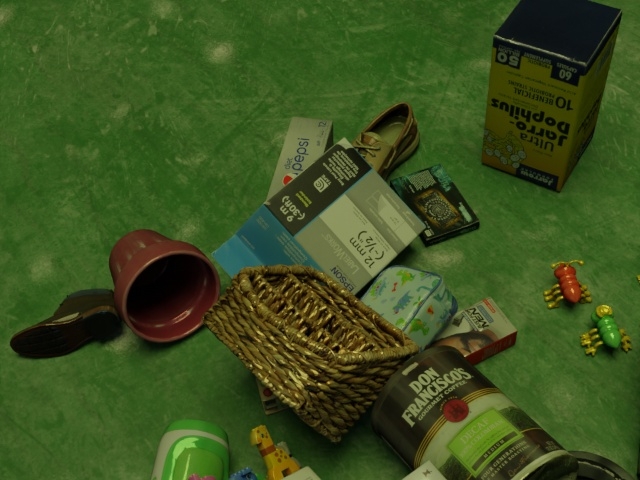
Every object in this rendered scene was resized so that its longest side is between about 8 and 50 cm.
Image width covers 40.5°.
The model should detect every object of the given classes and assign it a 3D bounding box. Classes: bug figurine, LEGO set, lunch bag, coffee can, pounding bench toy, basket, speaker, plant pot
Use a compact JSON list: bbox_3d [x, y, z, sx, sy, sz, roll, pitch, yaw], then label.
[{"bbox_3d":[0.581,0.106,1.651,0.279,0.072,0.216,-10,51,-3],"label":"bug figurine"},{"bbox_3d":[-0.114,0.364,1.421,0.227,0.087,0.093,-15,74,-47],"label":"LEGO set"},{"bbox_3d":[0.134,0.149,1.606,0.176,0.090,0.219,10,54,52],"label":"lunch bag"},{"bbox_3d":[0.243,0.330,1.398,0.201,0.201,0.275,-31,47,-18],"label":"coffee can"},{"bbox_3d":[-0.089,0.265,1.592,0.052,0.065,0.083,-17,52,-7],"label":"pounding bench toy"},{"bbox_3d":[-0.028,0.148,1.458,0.223,0.213,0.299,-47,50,-5],"label":"basket"},{"bbox_3d":[-0.227,0.451,1.419,0.131,0.131,0.296,1,52,6],"label":"speaker"},{"bbox_3d":[-0.324,0.072,1.701,0.201,0.201,0.180,-31,40,-18],"label":"plant pot"}]

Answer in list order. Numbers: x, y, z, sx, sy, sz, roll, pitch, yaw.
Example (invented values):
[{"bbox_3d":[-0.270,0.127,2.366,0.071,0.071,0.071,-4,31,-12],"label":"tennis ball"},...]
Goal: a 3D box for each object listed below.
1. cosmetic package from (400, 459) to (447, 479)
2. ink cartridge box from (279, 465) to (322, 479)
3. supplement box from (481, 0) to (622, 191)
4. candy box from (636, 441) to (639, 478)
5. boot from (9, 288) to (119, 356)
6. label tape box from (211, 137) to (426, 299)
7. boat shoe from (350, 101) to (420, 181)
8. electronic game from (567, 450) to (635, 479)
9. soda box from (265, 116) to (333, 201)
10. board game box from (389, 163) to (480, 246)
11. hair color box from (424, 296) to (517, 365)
[{"bbox_3d":[0.166,0.444,1.319,0.085,0.231,0.117,-31,55,-18],"label":"cosmetic package"},{"bbox_3d":[-0.012,0.504,1.317,0.197,0.114,0.273,-14,44,-45],"label":"ink cartridge box"},{"bbox_3d":[0.473,-0.311,1.811,0.194,0.356,0.195,24,58,23],"label":"supplement box"},{"bbox_3d":[0.675,0.253,1.417,0.268,0.122,0.317,7,79,11],"label":"candy box"},{"bbox_3d":[-0.502,0.162,1.725,0.219,0.082,0.106,-15,30,-1],"label":"boot"},{"bbox_3d":[0.000,0.000,1.700,0.348,0.115,0.249,-41,89,-26],"label":"label tape box"},{"bbox_3d":[0.105,-0.187,1.899,0.123,0.120,0.324,25,58,23],"label":"boat shoe"},{"bbox_3d":[0.418,0.450,1.407,0.229,0.048,0.229,-8,50,9],"label":"electronic game"},{"bbox_3d":[-0.044,-0.139,1.893,0.098,0.091,0.286,7,53,9],"label":"soda box"},{"bbox_3d":[0.243,-0.079,1.859,0.126,0.026,0.186,-19,52,-10],"label":"board game box"},{"bbox_3d":[0.274,0.184,1.630,0.167,0.053,0.093,-25,53,-12],"label":"hair color box"}]
